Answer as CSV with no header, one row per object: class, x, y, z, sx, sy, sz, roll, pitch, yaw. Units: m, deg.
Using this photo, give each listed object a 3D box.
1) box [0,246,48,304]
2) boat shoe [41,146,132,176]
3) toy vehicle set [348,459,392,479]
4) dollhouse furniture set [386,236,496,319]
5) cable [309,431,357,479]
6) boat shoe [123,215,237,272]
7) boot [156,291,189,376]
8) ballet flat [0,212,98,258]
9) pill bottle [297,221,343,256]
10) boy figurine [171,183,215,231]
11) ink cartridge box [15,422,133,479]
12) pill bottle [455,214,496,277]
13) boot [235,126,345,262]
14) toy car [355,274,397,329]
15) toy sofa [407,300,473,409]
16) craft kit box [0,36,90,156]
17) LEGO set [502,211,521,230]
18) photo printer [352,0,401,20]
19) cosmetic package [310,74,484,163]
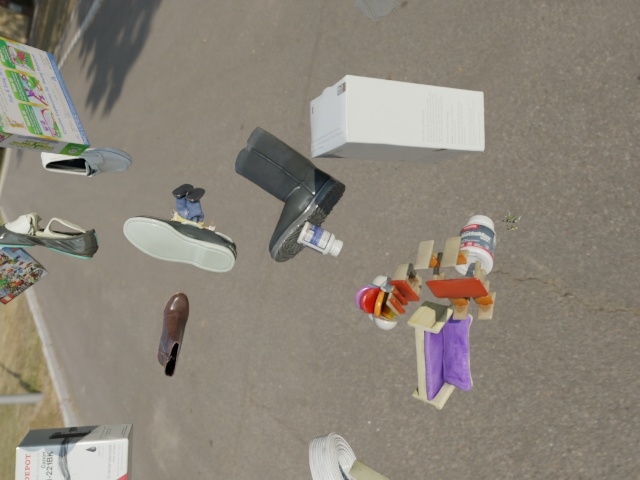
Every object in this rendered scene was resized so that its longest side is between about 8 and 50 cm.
box,-0.963,0.091,1.424,0.044,0.159,0.233,40,158,17
boat shoe,-0.725,-0.237,1.462,0.084,0.258,0.095,65,145,35
toy vehicle set,0.207,0.580,1.027,0.035,0.267,0.166,-59,17,-20
dollhouse furniture set,0.325,0.134,1.290,0.259,0.262,0.135,-8,46,39
cable,0.056,0.768,1.541,0.089,0.257,0.257,-30,14,14
boat shoe,-0.377,0.001,1.280,0.114,0.302,0.091,-57,18,26
boot,-0.484,0.309,1.566,0.207,0.090,0.248,14,90,65
ballet flat,-0.743,-0.021,1.252,0.095,0.280,0.096,-135,56,-68
pill bottle,0.000,0.000,1.319,0.067,0.120,0.067,-155,90,-85
boy figurine,-0.442,-0.048,1.635,0.177,0.092,0.285,16,129,18
ink cartridge box,-0.664,0.622,1.269,0.114,0.273,0.197,-177,89,-75
pill bottle,0.447,0.011,1.339,0.108,0.108,0.180,-36,17,43
boot,-0.178,-0.180,1.725,0.445,0.146,0.367,39,86,27
toy car,0.183,0.198,1.532,0.182,0.136,0.159,-149,67,-76
toy sofa,0.426,0.410,1.649,0.177,0.150,0.362,12,122,37
craft kit box,-0.631,-0.302,0.953,0.061,0.246,0.250,-28,81,19
LEGO set,0.599,-0.056,1.464,0.054,0.023,0.083,-2,44,39
photo printer,0.048,-0.553,0.873,0.107,0.307,0.256,-40,90,19
cosmetic package,0.186,-0.285,1.154,0.217,0.385,0.156,179,88,-69
